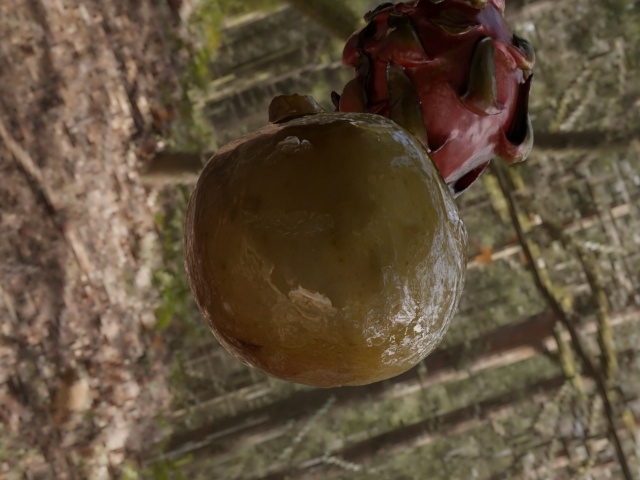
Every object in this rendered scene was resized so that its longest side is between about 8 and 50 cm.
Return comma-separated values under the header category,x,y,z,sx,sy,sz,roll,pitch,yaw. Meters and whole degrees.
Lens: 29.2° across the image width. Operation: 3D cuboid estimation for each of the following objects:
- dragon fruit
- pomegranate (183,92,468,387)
category,x,y,z,sx,sy,sz,roll,pitch,yaw
dragon fruit,0.113,-0.153,1.407,0.243,0.307,0.227,54,-9,8
pomegranate,0.002,0.007,0.935,0.233,0.233,0.233,-20,90,-80
